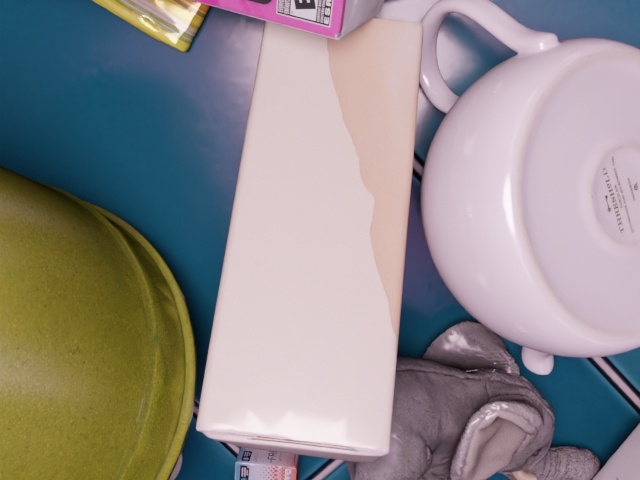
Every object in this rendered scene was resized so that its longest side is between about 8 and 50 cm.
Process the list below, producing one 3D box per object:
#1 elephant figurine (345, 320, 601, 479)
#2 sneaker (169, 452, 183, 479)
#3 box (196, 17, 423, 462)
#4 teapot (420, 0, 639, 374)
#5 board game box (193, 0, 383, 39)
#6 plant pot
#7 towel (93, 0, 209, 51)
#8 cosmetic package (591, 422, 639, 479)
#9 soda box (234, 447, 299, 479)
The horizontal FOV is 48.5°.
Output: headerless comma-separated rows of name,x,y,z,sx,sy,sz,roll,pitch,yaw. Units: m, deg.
elephant figurine,0.135,0.160,0.645,0.239,0.186,0.169,-16,68,-3
sneaker,-0.299,0.177,0.672,0.331,0.146,0.122,25,105,0
box,0.000,0.000,0.536,0.121,0.148,0.311,6,72,2
teapot,0.171,-0.035,0.574,0.253,0.187,0.256,22,81,-25
board game box,-0.096,-0.283,0.465,0.303,0.097,0.224,20,128,17
plant pot,-0.310,0.070,0.469,0.367,0.353,0.366,-3,70,7
towel,-0.106,-0.291,0.614,0.102,0.021,0.237,30,102,-9
cosmetic package,0.414,0.318,0.541,0.327,0.329,0.393,31,103,-10
soda box,-0.058,0.295,0.722,0.063,0.058,0.183,6,102,1
